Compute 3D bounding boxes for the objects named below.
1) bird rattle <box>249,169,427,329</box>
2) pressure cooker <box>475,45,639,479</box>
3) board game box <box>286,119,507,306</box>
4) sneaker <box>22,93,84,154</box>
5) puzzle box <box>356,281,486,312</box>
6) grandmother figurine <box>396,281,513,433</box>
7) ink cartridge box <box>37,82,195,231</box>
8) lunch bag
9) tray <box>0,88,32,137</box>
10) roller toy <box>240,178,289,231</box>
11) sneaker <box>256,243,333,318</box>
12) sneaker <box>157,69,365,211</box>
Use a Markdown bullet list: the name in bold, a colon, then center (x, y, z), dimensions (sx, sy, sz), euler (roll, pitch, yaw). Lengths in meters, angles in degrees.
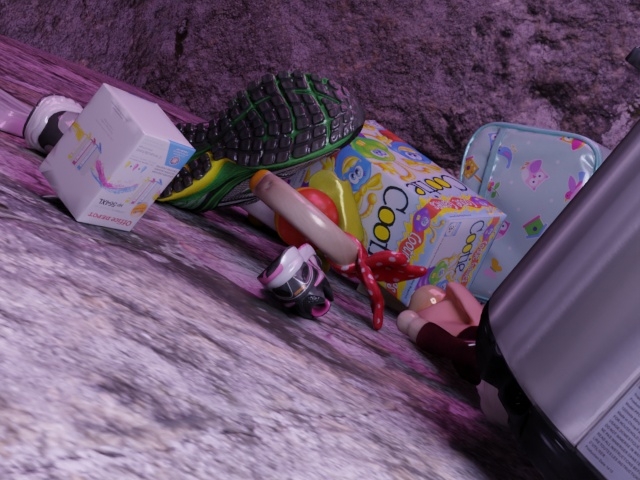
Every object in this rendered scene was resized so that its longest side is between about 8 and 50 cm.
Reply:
- **bird rattle**: center (0.000, 0.000, 1.324), dimensions (0.207, 0.143, 0.253), euler (39, 9, -32)
- **pressure cooker**: center (0.381, 0.041, 0.834), dimensions (0.370, 0.420, 0.375), euler (27, 23, -21)
- **board game box**: center (0.098, -0.046, 1.495), dimensions (0.142, 0.144, 0.275), euler (-5, 36, -47)
- **sneaker**: center (-0.304, -0.135, 1.500), dimensions (0.108, 0.100, 0.271), euler (37, 16, 19)
- **puzzle box**: center (0.262, 0.129, 1.608), dimensions (0.409, 0.052, 0.272), euler (25, 6, 6)
- **grandmother figurine**: center (0.182, 0.124, 1.166), dimensions (0.208, 0.104, 0.342), euler (14, 6, -13)
- **ink cartridge box**: center (-0.228, -0.081, 1.149), dimensions (0.090, 0.143, 0.092), euler (48, 17, 27)
- **lunch bag**: center (0.290, -0.025, 1.520), dimensions (0.224, 0.279, 0.108), euler (16, 1, 31)
- **tray**: center (-0.489, -0.205, 1.598), dimensions (0.270, 0.030, 0.145), euler (30, 9, 40)
- **roller toy**: center (-0.070, -0.087, 1.688), dimensions (0.209, 0.146, 0.191), euler (34, 0, 2)
- **sneaker**: center (-0.021, 0.055, 1.176), dimensions (0.077, 0.072, 0.178), euler (48, 8, 5)
- **sneaker**: center (-0.086, -0.131, 1.461), dimensions (0.344, 0.134, 0.146), euler (-16, -22, 29)
